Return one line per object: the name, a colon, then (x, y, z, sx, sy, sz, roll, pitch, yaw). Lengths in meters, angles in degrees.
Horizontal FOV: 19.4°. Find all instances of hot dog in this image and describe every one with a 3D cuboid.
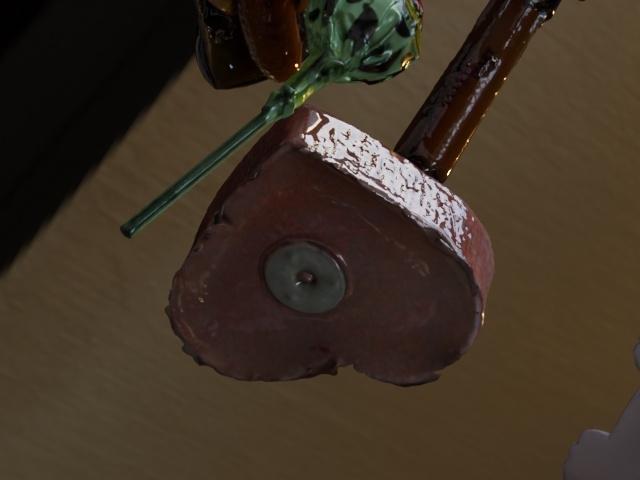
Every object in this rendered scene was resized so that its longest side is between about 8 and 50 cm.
hot dog: (-0.034, -0.289, 1.769, 0.194, 0.326, 0.107, -9, -155, -6)

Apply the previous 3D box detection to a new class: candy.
candy: (-0.039, -0.101, 1.363, 0.305, 0.091, 0.083, -41, -172, -26)

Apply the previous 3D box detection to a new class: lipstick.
lipstick: (0.198, -0.223, 2.068, 0.077, 0.077, 0.418, 12, -115, 51)

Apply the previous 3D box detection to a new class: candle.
candle: (0.000, 0.000, 1.831, 0.317, 0.287, 0.131, -7, -146, 16)

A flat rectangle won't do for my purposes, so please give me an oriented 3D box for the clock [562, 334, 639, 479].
clock: (0.304, 0.157, 1.252, 0.189, 0.254, 0.188, -9, -105, 35)
